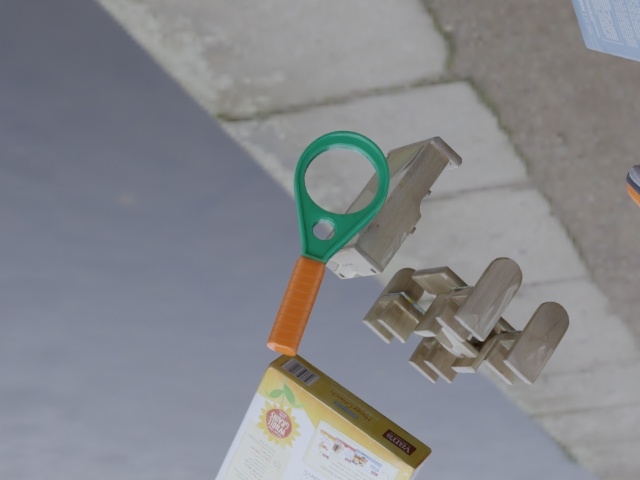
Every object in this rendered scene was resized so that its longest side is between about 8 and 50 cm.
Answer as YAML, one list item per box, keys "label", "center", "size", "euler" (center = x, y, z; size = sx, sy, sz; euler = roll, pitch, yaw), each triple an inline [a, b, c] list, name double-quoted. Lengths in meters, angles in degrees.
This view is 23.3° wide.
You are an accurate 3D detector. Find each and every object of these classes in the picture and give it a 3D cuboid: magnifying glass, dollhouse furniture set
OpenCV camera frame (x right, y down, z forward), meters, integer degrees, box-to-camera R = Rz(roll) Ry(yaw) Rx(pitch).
- label: "magnifying glass"
  center: [0.000, 0.000, 1.471]
  size: [0.092, 0.231, 0.026]
  euler: [19, 157, 2]
- label: "dollhouse furniture set"
  center: [0.143, 0.029, 1.720]
  size: [0.242, 0.161, 0.212]
  euler: [42, 159, -17]

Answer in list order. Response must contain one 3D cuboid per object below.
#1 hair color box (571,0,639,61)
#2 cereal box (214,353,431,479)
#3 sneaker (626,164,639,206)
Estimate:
- label: "hair color box"
  center: [0.319, -0.204, 1.123]
  size: [0.185, 0.114, 0.374]
  euler: [-21, -165, -4]
- label: "cereal box"
  center: [-0.015, 0.248, 1.509]
  size: [0.047, 0.173, 0.240]
  euler: [-34, 154, -55]
- label: "sneaker"
  center: [0.444, 0.052, 1.800]
  size: [0.124, 0.321, 0.180]
  euler: [-2, 125, -35]
